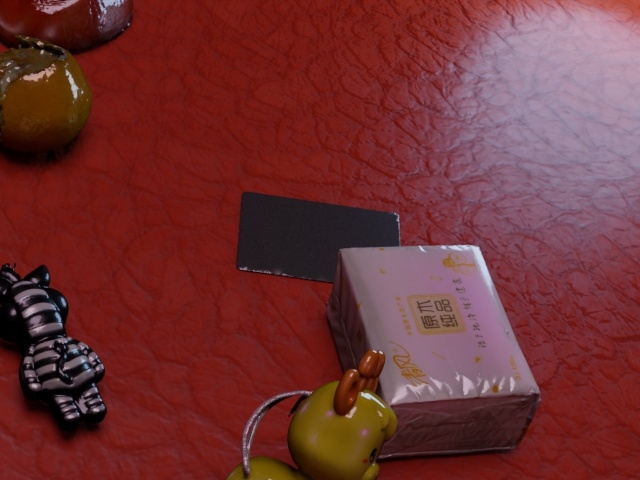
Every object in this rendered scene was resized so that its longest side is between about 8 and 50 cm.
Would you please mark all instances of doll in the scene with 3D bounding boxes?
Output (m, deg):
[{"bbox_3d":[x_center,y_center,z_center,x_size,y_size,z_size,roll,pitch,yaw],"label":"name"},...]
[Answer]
[{"bbox_3d":[0.000,0.202,1.250,0.135,0.221,0.143,33,3,16],"label":"doll"},{"bbox_3d":[-0.299,0.113,1.352,0.091,0.067,0.219,-15,58,-32],"label":"doll"}]

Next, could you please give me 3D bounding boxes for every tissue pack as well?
[{"bbox_3d":[0.123,0.122,1.421,0.184,0.124,0.225,-3,47,-16],"label":"tissue pack"}]

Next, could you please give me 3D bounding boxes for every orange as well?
[{"bbox_3d":[-0.365,-0.187,1.579,0.156,0.134,0.157,16,34,-11],"label":"orange"}]

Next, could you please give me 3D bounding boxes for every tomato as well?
[{"bbox_3d":[-0.378,-0.364,1.769,0.227,0.101,0.228,7,48,-7],"label":"tomato"}]

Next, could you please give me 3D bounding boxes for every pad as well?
[{"bbox_3d":[0.000,0.000,1.589,0.211,0.003,0.143,9,45,-8],"label":"pad"}]
